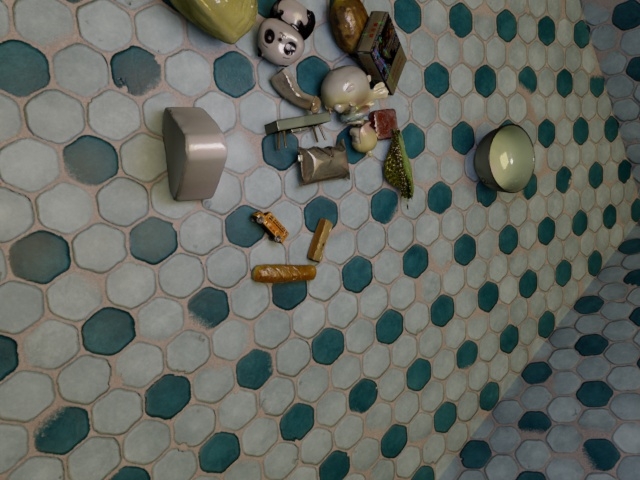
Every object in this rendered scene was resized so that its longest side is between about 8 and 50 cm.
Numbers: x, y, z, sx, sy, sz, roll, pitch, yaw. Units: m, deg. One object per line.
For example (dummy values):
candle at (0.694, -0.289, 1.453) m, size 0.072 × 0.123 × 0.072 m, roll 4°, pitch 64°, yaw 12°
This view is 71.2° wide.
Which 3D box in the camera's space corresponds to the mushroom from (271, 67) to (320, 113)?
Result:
mushroom at (-0.095, -0.587, 1.782) m, size 0.223 × 0.081 × 0.092 m, roll 40°, pitch 104°, yaw -11°

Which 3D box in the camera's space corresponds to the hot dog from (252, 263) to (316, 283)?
hot dog at (-0.142, 0.133, 1.847) m, size 0.286 × 0.061 × 0.088 m, roll -4°, pitch 85°, yaw -31°

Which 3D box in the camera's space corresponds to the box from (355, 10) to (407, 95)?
box at (0.266, -0.787, 1.909) m, size 0.310 × 0.084 × 0.198 m, roll 34°, pitch 75°, yaw -60°

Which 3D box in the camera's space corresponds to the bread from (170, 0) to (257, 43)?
bread at (-0.360, -0.841, 1.509) m, size 0.320 × 0.320 × 0.237 m, roll 32°, pitch 97°, yaw -28°

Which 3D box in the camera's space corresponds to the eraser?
eraser at (-0.444, -0.279, 1.559) m, size 0.150 × 0.331 × 0.331 m, roll -7°, pitch 97°, yaw -31°

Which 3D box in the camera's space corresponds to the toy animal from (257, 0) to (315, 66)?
toy animal at (-0.137, -0.788, 1.715) m, size 0.187 × 0.165 × 0.235 m, roll 28°, pitch 79°, yaw -9°

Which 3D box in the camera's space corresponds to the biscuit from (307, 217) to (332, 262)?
biscuit at (0.000, 0.000, 1.921) m, size 0.056 × 0.052 × 0.188 m, roll 24°, pitch 83°, yaw -41°

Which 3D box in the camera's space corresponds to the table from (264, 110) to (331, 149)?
table at (-0.084, -0.438, 1.799) m, size 0.240 × 0.121 × 0.111 m, roll -18°, pitch 103°, yaw -27°

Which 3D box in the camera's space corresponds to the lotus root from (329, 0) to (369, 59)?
lotus root at (0.122, -0.902, 1.856) m, size 0.169 × 0.141 × 0.314 m, roll -49°, pitch 131°, yaw -28°

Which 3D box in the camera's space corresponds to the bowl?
bowl at (0.931, -0.420, 2.340) m, size 0.354 × 0.185 × 0.354 m, roll -2°, pitch 95°, yaw -29°

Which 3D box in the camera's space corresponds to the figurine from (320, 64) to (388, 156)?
figurine at (0.168, -0.544, 1.888) m, size 0.274 × 0.226 × 0.394 m, roll -22°, pitch 116°, yaw 1°

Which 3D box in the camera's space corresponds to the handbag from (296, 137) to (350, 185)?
handbag at (0.016, -0.328, 1.865) m, size 0.270 × 0.117 × 0.182 m, roll -14°, pitch 104°, yaw -33°

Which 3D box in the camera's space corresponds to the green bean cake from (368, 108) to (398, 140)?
green bean cake at (0.287, -0.527, 2.040) m, size 0.135 × 0.056 × 0.135 m, roll -15°, pitch 100°, yaw -28°

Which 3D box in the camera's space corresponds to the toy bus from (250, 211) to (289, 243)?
toy bus at (-0.203, -0.061, 1.790) m, size 0.074 × 0.069 × 0.162 m, roll -50°, pitch 116°, yaw -18°

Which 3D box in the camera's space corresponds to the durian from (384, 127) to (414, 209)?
durian at (0.360, -0.327, 2.063) m, size 0.132 × 0.106 × 0.375 m, roll -33°, pitch 114°, yaw -54°
